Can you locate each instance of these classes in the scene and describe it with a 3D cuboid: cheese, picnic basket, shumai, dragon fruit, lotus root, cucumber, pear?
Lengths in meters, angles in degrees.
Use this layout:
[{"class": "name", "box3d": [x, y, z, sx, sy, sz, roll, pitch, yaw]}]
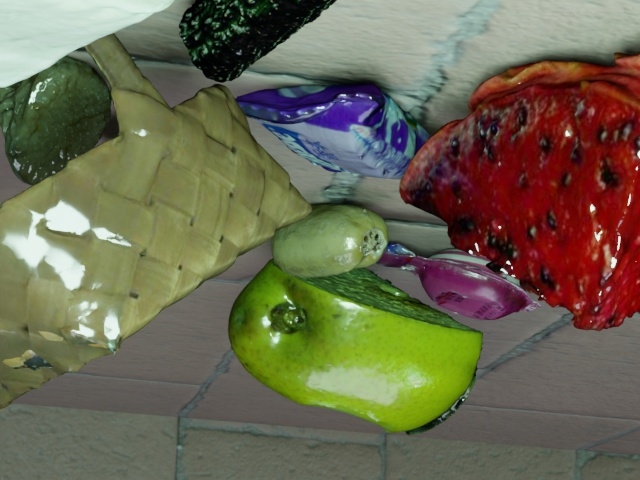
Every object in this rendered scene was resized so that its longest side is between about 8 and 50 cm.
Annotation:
[{"class": "cheese", "box3d": [0.147, 0.040, 2.125, 0.244, 0.062, 0.155, 19, 164, -6]}, {"class": "picnic basket", "box3d": [-0.225, -0.064, 1.408, 0.337, 0.337, 0.293, 15, 150, -38]}, {"class": "shumai", "box3d": [-0.249, -0.119, 1.588, 0.099, 0.124, 0.087, 5, -150, -48]}, {"class": "dragon fruit", "box3d": [0.274, -0.092, 1.551, 0.329, 0.228, 0.286, -10, -152, -34]}, {"class": "lotus root", "box3d": [0.000, -0.001, 1.957, 0.090, 0.077, 0.183, -14, -174, -33]}, {"class": "cucumber", "box3d": [-0.022, -0.186, 1.273, 0.072, 0.072, 0.300, 10, 164, -24]}, {"class": "pear", "box3d": [0.016, 0.121, 2.073, 0.292, 0.159, 0.292, 21, -174, -2]}]

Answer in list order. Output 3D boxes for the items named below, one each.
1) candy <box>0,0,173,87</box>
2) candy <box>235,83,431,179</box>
[{"class": "candy", "box3d": [-0.272, -0.216, 1.073, 0.359, 0.145, 0.208, 15, 160, -39]}, {"class": "candy", "box3d": [0.027, -0.096, 1.616, 0.145, 0.070, 0.275, 4, 171, 22]}]
